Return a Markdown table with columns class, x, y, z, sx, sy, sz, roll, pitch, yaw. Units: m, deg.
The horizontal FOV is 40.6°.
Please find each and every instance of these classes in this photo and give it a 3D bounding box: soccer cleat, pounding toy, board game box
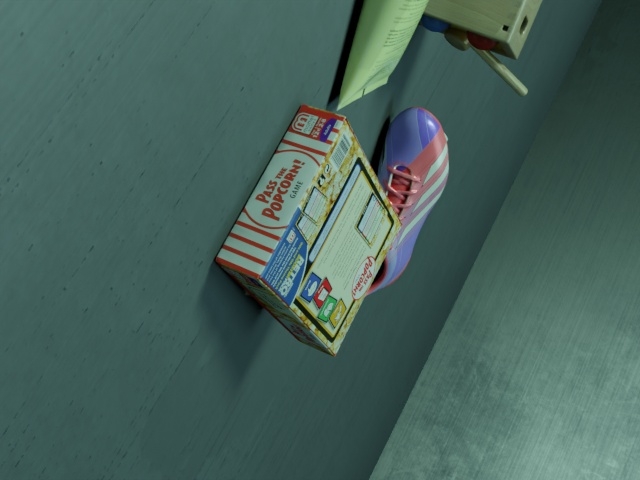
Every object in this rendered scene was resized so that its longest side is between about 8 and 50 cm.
| class | x | y | z | sx | sy | sz | roll | pitch | yaw |
| --- | --- | --- | --- | --- | --- | --- | --- | --- | --- |
| soccer cleat | 0.083 | -0.035 | 0.995 | 0.095 | 0.083 | 0.248 | -44 | 157 | -44 |
| pounding toy | 0.159 | -0.219 | 0.861 | 0.100 | 0.130 | 0.141 | -68 | 165 | 9 |
| board game box | 0.000 | 0.000 | 0.738 | 0.147 | 0.045 | 0.193 | -62 | 152 | -15 |

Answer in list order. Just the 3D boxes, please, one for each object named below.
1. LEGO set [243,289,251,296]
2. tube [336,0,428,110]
| class | x | y | z | sx | sy | sz | roll | pitch | yaw |
| --- | --- | --- | --- | --- | --- | --- | --- | --- | --- |
| LEGO set | -0.043 | 0.019 | 0.754 | 0.083 | 0.023 | 0.054 | -2 | 113 | -59 |
| tube | 0.069 | -0.220 | 0.706 | 0.062 | 0.070 | 0.240 | -112 | -148 | -45 |
